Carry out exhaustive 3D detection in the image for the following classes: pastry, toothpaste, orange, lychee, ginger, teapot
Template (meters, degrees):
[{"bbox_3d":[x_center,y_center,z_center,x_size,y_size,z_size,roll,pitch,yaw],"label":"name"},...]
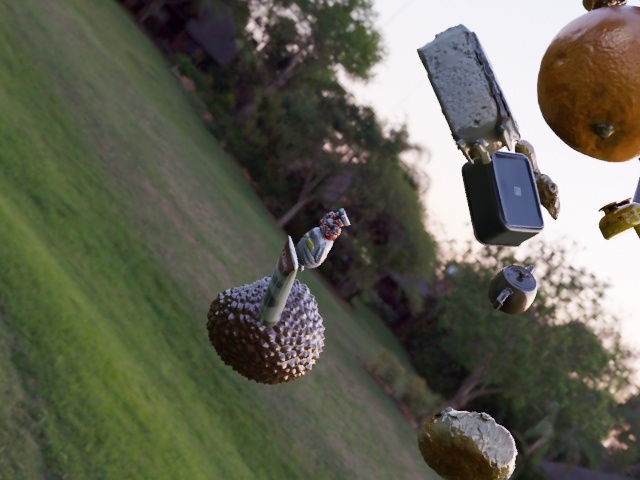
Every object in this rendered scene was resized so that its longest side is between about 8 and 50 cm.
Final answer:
[{"bbox_3d":[0.221,0.318,1.317,0.153,0.081,0.153,19,-34,14],"label":"pastry"},{"bbox_3d":[-0.069,0.078,1.464,0.239,0.039,0.062,113,-29,-55],"label":"toothpaste"},{"bbox_3d":[0.580,-0.307,1.703,0.312,0.312,0.312,45,1,-1],"label":"orange"},{"bbox_3d":[-0.124,0.213,2.025,0.267,0.267,0.267,45,1,-1],"label":"lychee"},{"bbox_3d":[0.566,-0.165,2.254,0.214,0.058,0.133,66,-5,-24],"label":"ginger"},{"bbox_3d":[0.322,0.079,1.450,0.076,0.121,0.068,40,-46,19],"label":"teapot"}]

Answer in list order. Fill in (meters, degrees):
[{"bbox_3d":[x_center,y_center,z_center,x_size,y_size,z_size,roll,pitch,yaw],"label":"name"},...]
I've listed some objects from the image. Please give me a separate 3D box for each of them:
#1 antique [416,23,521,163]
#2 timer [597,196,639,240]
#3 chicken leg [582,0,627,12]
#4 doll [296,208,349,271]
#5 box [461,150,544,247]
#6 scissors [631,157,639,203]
[{"bbox_3d":[0.301,-0.280,1.727,0.150,0.125,0.284,44,26,-50],"label":"antique"},{"bbox_3d":[0.647,-0.030,1.833,0.107,0.107,0.109,42,25,-76],"label":"timer"},{"bbox_3d":[0.594,-0.581,1.775,0.087,0.252,0.107,7,8,-16],"label":"chicken leg"},{"bbox_3d":[0.000,0.000,1.919,0.079,0.180,0.094,22,30,-37],"label":"doll"},{"bbox_3d":[0.401,-0.094,1.898,0.144,0.090,0.201,4,69,-30],"label":"box"},{"bbox_3d":[0.816,-0.177,2.149,0.191,0.360,0.029,19,-28,23],"label":"scissors"}]
